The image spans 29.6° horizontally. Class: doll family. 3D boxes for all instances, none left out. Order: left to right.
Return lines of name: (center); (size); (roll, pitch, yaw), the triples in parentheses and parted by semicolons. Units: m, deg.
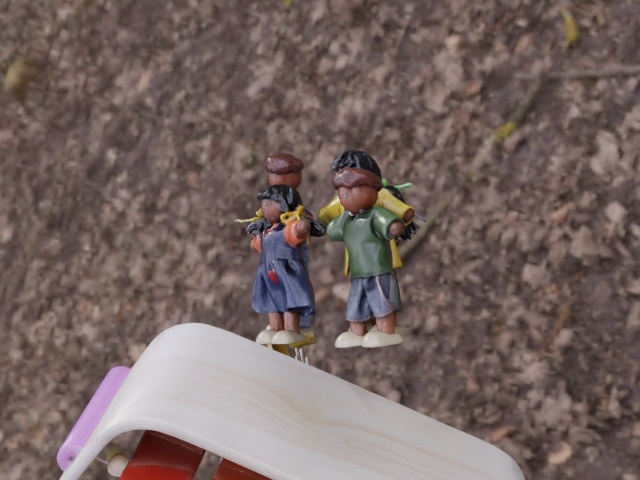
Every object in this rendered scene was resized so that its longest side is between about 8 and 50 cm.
doll family: (0.000, 0.000, 0.689); (0.193, 0.076, 0.111); (-6, 91, 50)

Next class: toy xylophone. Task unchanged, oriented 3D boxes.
toy xylophone: (-0.007, 0.163, 0.737); (0.081, 0.322, 0.236); (-66, -7, 27)

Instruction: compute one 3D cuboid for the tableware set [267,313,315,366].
tableware set: (-0.011, 0.113, 0.956); (0.024, 0.104, 0.154); (-22, 40, 11)
